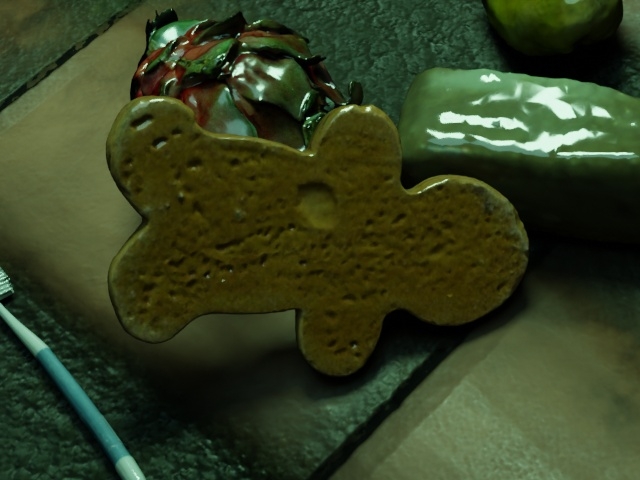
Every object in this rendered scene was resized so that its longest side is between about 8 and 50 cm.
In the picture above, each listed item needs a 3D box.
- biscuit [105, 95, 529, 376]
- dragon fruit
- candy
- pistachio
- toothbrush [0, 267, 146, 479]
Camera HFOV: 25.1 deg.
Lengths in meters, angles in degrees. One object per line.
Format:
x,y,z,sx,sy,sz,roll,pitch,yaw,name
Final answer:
0.000,-0.001,1.081,0.323,0.206,0.049,1,7,-10,biscuit
-0.065,-0.099,1.166,0.182,0.182,0.188,-37,29,-19,dragon fruit
0.173,-0.068,1.143,0.233,0.102,0.104,6,53,18,candy
0.205,-0.222,1.267,0.110,0.100,0.189,-4,37,-22,pistachio
-0.205,0.102,1.126,0.025,0.019,0.275,-29,52,-23,toothbrush
